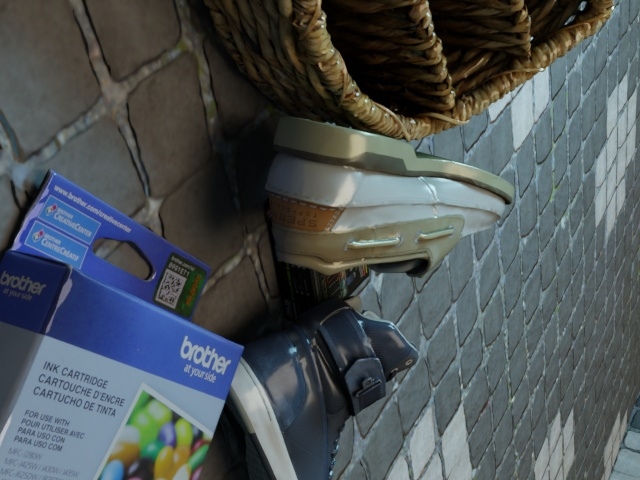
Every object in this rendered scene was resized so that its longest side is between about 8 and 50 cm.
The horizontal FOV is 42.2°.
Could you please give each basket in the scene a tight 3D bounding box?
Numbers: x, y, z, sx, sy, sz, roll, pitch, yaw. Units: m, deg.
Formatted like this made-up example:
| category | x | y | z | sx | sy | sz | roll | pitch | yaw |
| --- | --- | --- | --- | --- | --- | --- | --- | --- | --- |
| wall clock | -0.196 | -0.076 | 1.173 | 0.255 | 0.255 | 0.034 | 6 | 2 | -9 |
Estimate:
| category | x | y | z | sx | sy | sz | roll | pitch | yaw |
| --- | --- | --- | --- | --- | --- | --- | --- | --- | --- |
| basket | 0.061 | -0.198 | 0.558 | 0.213 | 0.223 | 0.299 | -62 | 151 | -21 |

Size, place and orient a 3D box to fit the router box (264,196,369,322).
| category | x | y | z | sx | sy | sz | roll | pitch | yaw |
| --- | --- | --- | --- | --- | --- | --- | --- | --- | --- |
| router box | 0.000 | 0.000 | 0.717 | 0.092 | 0.038 | 0.122 | -42 | 133 | -45 |

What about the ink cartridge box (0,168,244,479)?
| category | x | y | z | sx | sy | sz | roll | pitch | yaw |
| --- | --- | --- | --- | --- | --- | --- | --- | --- | --- |
| ink cartridge box | -0.145 | 0.135 | 0.495 | 0.186 | 0.065 | 0.311 | 40 | 63 | -56 |

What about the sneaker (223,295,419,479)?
| category | x | y | z | sx | sy | sz | roll | pitch | yaw |
| --- | --- | --- | --- | --- | --- | --- | --- | --- | --- |
| sneaker | 0.013 | 0.151 | 0.690 | 0.163 | 0.086 | 0.226 | -30 | 127 | -23 |

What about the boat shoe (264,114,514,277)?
| category | x | y | z | sx | sy | sz | roll | pitch | yaw |
| --- | --- | --- | --- | --- | --- | --- | --- | --- | --- |
| boat shoe | 0.059 | -0.025 | 0.674 | 0.302 | 0.113 | 0.103 | 6 | 98 | -52 |
